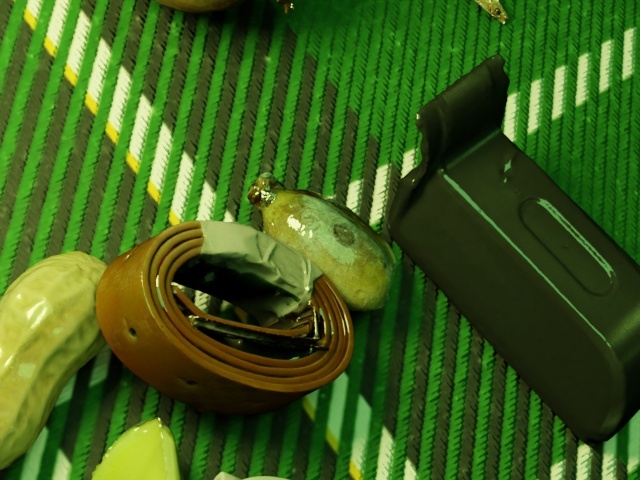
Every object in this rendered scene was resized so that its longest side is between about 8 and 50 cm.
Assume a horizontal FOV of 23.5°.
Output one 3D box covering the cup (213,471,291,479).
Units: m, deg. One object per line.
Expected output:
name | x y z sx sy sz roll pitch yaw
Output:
cup | -0.010 0.355 1.402 0.274 0.259 0.356 26 28 -4

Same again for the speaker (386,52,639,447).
speaker | 0.245 0.012 1.665 0.388 0.184 0.180 46 60 8

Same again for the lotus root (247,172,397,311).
lotus root | 0.000 0.000 1.646 0.192 0.088 0.113 38 20 1

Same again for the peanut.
peanut | -0.283 0.116 1.483 0.111 0.125 0.274 30 59 -1

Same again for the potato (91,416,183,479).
potato | -0.176 0.270 1.469 0.119 0.054 0.198 -12 55 23

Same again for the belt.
belt | -0.093 0.074 1.532 0.261 0.105 0.184 12 60 -36

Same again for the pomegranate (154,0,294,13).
pomegranate | -0.123 -0.388 1.699 0.319 0.319 0.319 7 62 -14

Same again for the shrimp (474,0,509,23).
shrimp | 0.203 -0.317 1.913 0.108 0.023 0.059 46 52 8
